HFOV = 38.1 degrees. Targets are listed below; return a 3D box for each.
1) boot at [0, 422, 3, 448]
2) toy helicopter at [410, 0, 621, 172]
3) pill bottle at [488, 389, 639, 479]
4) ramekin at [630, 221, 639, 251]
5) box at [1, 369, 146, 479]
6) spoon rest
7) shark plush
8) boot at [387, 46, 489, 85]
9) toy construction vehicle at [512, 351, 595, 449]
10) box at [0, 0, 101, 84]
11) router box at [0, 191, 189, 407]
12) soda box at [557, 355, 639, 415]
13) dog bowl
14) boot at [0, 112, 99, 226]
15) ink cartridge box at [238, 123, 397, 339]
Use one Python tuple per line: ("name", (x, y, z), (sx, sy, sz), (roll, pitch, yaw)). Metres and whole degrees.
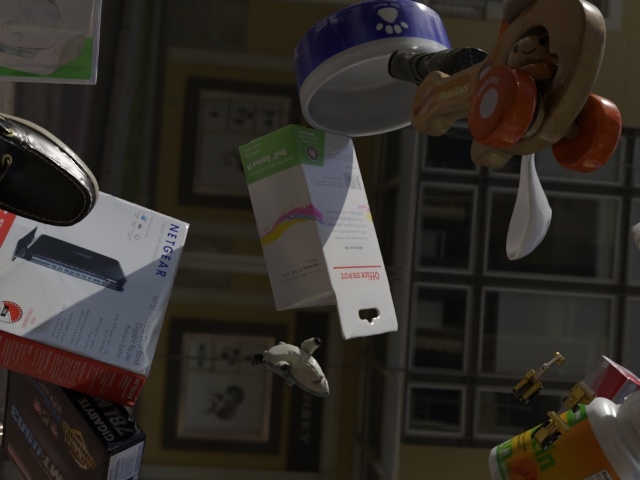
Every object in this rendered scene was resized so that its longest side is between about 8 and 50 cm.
("boot", (-0.626, 0.397, 1.745), (0.114, 0.037, 0.106), (8, 56, -66))
("toy helicopter", (0.201, -0.197, 1.077), (0.355, 0.140, 0.235), (178, -76, -68))
("pill bottle", (0.375, 0.306, 1.308), (0.136, 0.245, 0.136), (47, 22, -26))
("ramekin", (0.538, 0.064, 1.228), (0.273, 0.127, 0.273), (48, 19, -23))
("box", (-0.391, 0.312, 1.434), (0.295, 0.073, 0.293), (42, -49, 31))
("spoon rest", (0.378, -0.096, 1.627), (0.137, 0.084, 0.277), (-81, -169, -77))
("shark plush", (-0.054, 0.185, 1.301), (0.073, 0.161, 0.067), (-43, 114, -43))
("boot", (0.229, -0.224, 1.337), (0.161, 0.246, 0.084), (23, -86, 59))
("toy construction vehicle", (0.289, 0.200, 1.167), (0.086, 0.098, 0.035), (50, -3, 31))
("box", (-0.401, -0.280, 1.081), (0.231, 0.261, 0.127), (-125, -140, -55))
("router box", (-0.379, 0.057, 1.402), (0.336, 0.301, 0.082), (-85, -161, -48))
("soda box", (0.490, 0.349, 1.713), (0.263, 0.092, 0.083), (-56, -149, 10))
("dog bowl", (0.089, -0.280, 1.540), (0.265, 0.264, 0.104), (107, -27, -67))
("boot", (-0.463, -0.090, 1.164), (0.138, 0.377, 0.284), (-50, -158, 13))
("ink cartridge box", (0.000, 0.000, 1.553), (0.207, 0.119, 0.354), (2, 72, -59))
